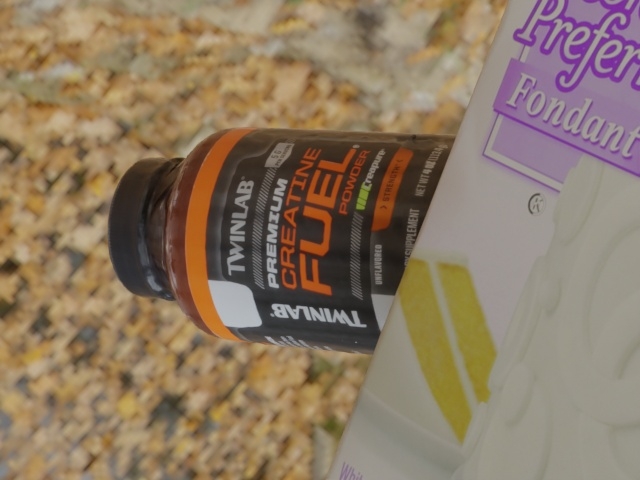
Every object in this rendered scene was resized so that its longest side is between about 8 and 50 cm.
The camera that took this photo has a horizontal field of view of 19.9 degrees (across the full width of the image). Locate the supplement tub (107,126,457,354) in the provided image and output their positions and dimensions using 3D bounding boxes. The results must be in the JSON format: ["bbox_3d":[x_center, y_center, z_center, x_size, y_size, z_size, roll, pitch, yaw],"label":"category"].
[{"bbox_3d":[0.000,0.000,0.855,0.106,0.198,0.106,-12,104,-62],"label":"supplement tub"}]

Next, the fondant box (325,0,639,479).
[{"bbox_3d":[0.147,0.026,0.656,0.096,0.238,0.330,12,103,-45],"label":"fondant box"}]
